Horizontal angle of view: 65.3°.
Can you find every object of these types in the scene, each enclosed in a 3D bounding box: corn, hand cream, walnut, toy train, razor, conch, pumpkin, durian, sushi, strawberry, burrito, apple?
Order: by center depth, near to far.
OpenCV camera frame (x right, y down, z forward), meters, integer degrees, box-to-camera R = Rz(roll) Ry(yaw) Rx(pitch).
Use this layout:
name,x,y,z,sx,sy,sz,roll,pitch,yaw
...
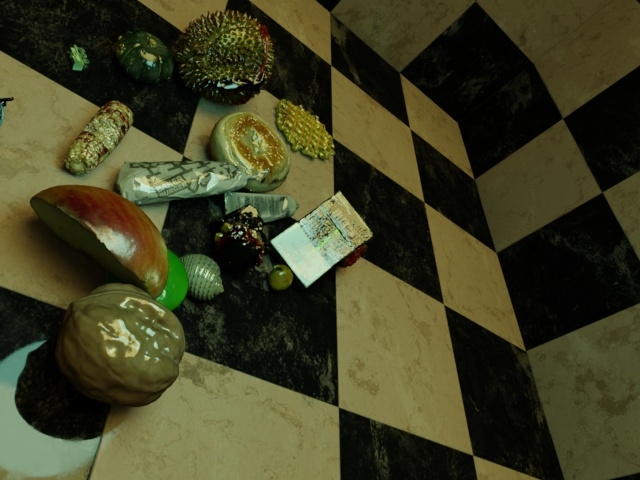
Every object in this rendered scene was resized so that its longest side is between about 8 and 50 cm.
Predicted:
name,x,y,z,sx,sy,sz,roll,pitch,yaw
walnut,-0.416,0.218,1.044,0.273,0.227,0.273,33,38,-31
apple,-0.489,-0.017,1.143,0.346,0.179,0.254,32,18,12
razor,-0.793,-0.245,1.185,0.082,0.042,0.253,-6,56,-3
conch,-0.327,0.090,1.374,0.153,0.102,0.135,52,17,-3
corn,-0.610,-0.286,1.380,0.098,0.098,0.290,36,39,-21
burrito,-0.389,-0.183,1.489,0.445,0.101,0.139,-11,46,-39
sushi,-0.238,0.012,1.492,0.150,0.153,0.172,-89,153,-68
toy train,-0.741,-0.557,1.522,0.053,0.033,0.083,-13,70,-49
pumpkin,-0.581,-0.602,1.645,0.190,0.146,0.190,14,40,-12
hand cream,-0.197,-0.110,1.714,0.340,0.077,0.124,-9,101,-49
durian,-0.336,-0.667,1.840,0.348,0.347,0.384,59,24,10
strawberry,0.071,0.005,1.846,0.201,0.186,0.184,-43,135,-81

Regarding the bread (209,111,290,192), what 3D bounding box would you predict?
name,x,y,z,sx,sy,sz,roll,pitch,yaw
bread,-0.250,-0.295,1.731,0.305,0.158,0.306,23,51,-32

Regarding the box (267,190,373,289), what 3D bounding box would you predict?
name,x,y,z,sx,sy,sz,roll,pitch,yaw
box,0.000,0.000,1.688,0.310,0.084,0.198,-37,89,-18

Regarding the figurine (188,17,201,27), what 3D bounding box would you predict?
name,x,y,z,sx,sy,sz,roll,pitch,yaw
figurine,-0.471,-0.838,2.033,0.178,0.109,0.130,-31,106,-52

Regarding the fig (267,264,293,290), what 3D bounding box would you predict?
name,x,y,z,sx,sy,sz,roll,pitch,yaw
fig,-0.125,0.109,1.580,0.084,0.098,0.082,-6,45,-29

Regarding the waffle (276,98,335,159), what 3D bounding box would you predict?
name,x,y,z,sx,sy,sz,roll,pitch,yaw
waffle,-0.065,-0.487,2.203,0.312,0.060,0.307,4,59,-47

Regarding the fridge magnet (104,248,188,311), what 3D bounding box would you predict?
name,x,y,z,sx,sy,sz,roll,pitch,yaw
fridge magnet,-0.432,0.094,1.246,0.208,0.088,0.208,24,45,-27
